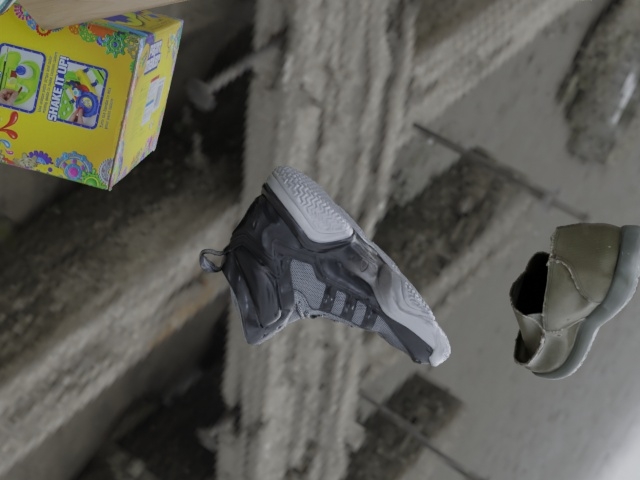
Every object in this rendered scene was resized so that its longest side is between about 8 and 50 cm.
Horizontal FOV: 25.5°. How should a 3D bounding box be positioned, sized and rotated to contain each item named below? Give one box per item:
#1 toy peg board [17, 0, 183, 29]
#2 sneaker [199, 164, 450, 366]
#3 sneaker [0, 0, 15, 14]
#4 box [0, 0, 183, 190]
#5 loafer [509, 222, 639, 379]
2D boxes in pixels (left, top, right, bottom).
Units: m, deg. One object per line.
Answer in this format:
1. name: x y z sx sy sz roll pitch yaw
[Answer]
1. toy peg board: -0.182 -0.252 1.178 0.160 0.161 0.079 62 17 -78
2. sneaker: 0.001 0.060 1.399 0.153 0.101 0.268 -42 113 5
3. sneaker: -0.282 -0.288 1.253 0.275 0.107 0.110 -59 -177 37
4. box: -0.333 -0.197 1.648 0.290 0.279 0.177 -76 -179 -77
5. loafer: 0.212 0.047 1.269 0.251 0.087 0.094 108 -1 -60
